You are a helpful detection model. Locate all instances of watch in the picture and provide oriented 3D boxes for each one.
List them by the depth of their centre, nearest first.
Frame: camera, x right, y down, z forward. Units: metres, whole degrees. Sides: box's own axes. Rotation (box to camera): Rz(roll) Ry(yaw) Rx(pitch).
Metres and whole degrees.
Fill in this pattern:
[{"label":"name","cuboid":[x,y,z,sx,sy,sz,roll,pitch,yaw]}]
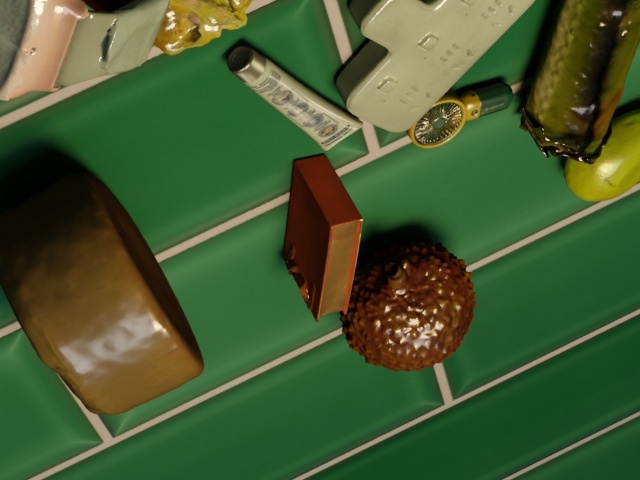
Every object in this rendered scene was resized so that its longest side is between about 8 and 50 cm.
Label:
[{"label":"watch","cuboid":[-0.272,-0.255,1.465,0.162,0.253,0.241,-59,175,36]}]

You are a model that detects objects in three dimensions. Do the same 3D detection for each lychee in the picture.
[{"label":"lychee","cuboid":[0.121,0.089,2.120,0.200,0.200,0.238,-26,155,-3]}]

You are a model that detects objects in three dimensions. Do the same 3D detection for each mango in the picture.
[{"label":"mango","cuboid":[0.419,-0.116,2.151,0.163,0.089,0.117,-27,143,-4]}]

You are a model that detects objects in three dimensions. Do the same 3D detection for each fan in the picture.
[{"label":"fan","cuboid":[0.177,-0.171,1.980,0.155,0.039,0.082,-17,140,-18]}]

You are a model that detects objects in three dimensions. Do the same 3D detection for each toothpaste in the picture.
[{"label":"toothpaste","cuboid":[-0.030,-0.169,1.852,0.062,0.039,0.239,-37,144,17]}]

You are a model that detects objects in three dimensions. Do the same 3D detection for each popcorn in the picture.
[{"label":"popcorn","cuboid":[-0.133,-0.272,1.613,0.126,0.126,0.145,38,127,-24]}]

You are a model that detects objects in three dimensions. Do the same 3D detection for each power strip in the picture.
[{"label":"power strip","cuboid":[0.118,-0.254,1.832,0.193,0.059,0.265,21,122,-45]}]

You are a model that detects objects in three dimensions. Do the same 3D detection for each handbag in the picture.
[{"label":"handbag","cuboid":[0.000,0.000,1.990,0.063,0.127,0.190,-14,141,-19]}]

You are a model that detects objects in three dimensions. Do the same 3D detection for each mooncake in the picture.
[{"label":"mooncake","cuboid":[-0.262,0.066,1.774,0.155,0.284,0.284,-32,142,1]}]

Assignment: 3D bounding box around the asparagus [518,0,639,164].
[{"label":"asparagus","cuboid":[0.344,-0.259,1.926,0.128,0.108,0.382,13,134,1]}]
